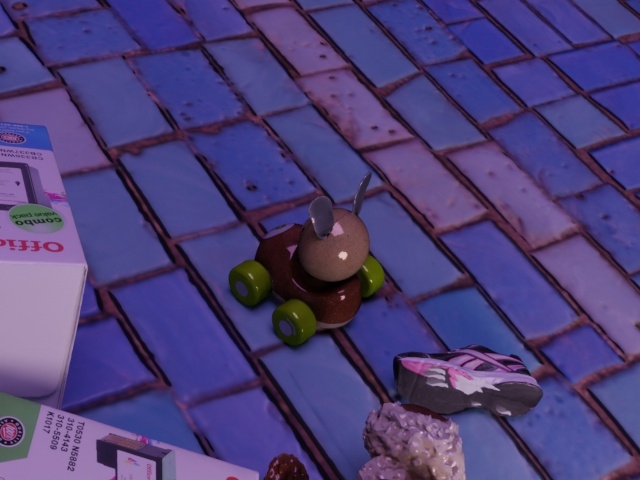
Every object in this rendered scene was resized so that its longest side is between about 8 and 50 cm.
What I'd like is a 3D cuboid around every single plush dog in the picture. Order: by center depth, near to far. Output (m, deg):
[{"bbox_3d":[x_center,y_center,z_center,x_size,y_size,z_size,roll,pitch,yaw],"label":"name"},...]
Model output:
[{"bbox_3d":[0.034,0.292,0.985,0.225,0.211,0.262,-4,18,-2],"label":"plush dog"}]

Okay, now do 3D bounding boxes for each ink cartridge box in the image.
[{"bbox_3d":[-0.199,0.267,0.889,0.278,0.117,0.201,21,36,-16],"label":"ink cartridge box"},{"bbox_3d":[-0.360,0.025,1.025,0.198,0.197,0.270,3,32,-27],"label":"ink cartridge box"}]

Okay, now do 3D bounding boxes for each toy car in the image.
[{"bbox_3d":[0.000,0.000,1.221,0.149,0.188,0.155,40,48,21],"label":"toy car"}]

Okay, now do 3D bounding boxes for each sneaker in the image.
[{"bbox_3d":[0.165,0.156,1.219,0.178,0.072,0.077,14,32,-15],"label":"sneaker"}]
